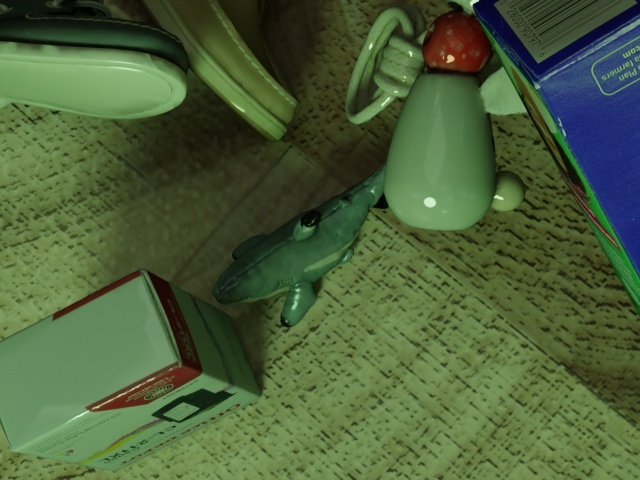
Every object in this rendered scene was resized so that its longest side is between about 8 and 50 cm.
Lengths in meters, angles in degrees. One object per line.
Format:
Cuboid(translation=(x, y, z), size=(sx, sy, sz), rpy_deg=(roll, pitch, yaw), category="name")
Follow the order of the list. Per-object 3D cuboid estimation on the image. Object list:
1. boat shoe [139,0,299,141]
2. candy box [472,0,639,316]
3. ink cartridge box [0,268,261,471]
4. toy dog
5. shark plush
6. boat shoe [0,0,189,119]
Cuboid(translation=(-0.087, -0.206, 1.209), size=(0.098, 0.109, 0.302), rpy_deg=(-35, 63, 6), category="boat shoe")
Cuboid(translation=(0.281, -0.063, 0.947), size=(0.268, 0.317, 0.122), rpy_deg=(-30, 32, 6), category="candy box")
Cuboid(translation=(-0.129, 0.092, 1.101), size=(0.127, 0.175, 0.072), rpy_deg=(-28, 72, 8), category="ink cartridge box")
Cuboid(translation=(0.154, -0.167, 1.061), size=(0.161, 0.220, 0.333), rpy_deg=(15, 114, -16), category="toy dog")
Cuboid(translation=(0.000, 0.000, 1.145), size=(0.161, 0.067, 0.073), rpy_deg=(-28, 69, 8), category="shark plush")
Cuboid(translation=(-0.207, -0.153, 1.185), size=(0.319, 0.116, 0.099), rpy_deg=(7, 74, 44), category="boat shoe")
